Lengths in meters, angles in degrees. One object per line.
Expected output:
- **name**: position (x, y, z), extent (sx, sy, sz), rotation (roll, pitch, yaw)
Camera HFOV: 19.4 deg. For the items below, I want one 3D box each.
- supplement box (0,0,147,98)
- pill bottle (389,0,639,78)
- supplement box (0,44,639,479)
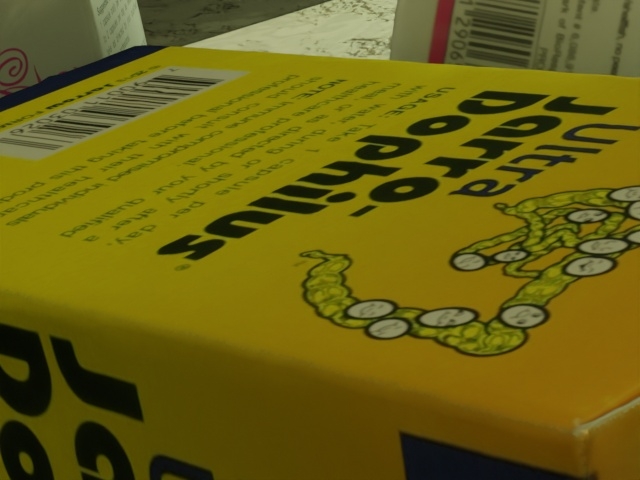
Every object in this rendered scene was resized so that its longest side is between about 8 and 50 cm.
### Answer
- **supplement box**: position (-0.119, -0.007, 0.784), extent (0.111, 0.220, 0.114), rotation (-9, 20, 6)
- **pill bottle**: position (0.182, -0.085, 0.846), extent (0.283, 0.160, 0.160), rotation (12, 24, 8)
- **supplement box**: position (0.007, 0.067, 0.543), extent (0.356, 0.194, 0.195), rotation (9, 27, 45)
